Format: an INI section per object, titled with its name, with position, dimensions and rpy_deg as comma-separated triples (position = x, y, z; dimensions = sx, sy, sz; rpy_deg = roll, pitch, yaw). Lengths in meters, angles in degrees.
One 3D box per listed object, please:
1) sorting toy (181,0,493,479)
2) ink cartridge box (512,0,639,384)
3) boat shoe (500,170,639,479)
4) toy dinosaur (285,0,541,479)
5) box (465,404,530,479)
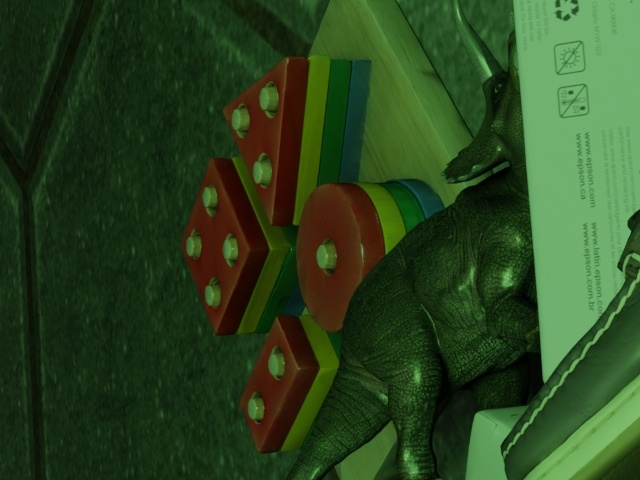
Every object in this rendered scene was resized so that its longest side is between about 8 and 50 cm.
[sorting toy]
position = 0.000, 0.000, 0.978
dimensions = 0.257, 0.089, 0.255
rpy_deg = 66, 146, 37
[ink cartridge box]
position = 0.188, -0.055, 0.606
dimensions = 0.224, 0.045, 0.223
rpy_deg = -6, 86, 35
[boat shoe]
position = 0.161, -0.012, 0.539
dimensions = 0.285, 0.103, 0.092
rpy_deg = -50, 59, 20
[toy dinosaur]
position = 0.077, 0.038, 0.784
dimensions = 0.313, 0.121, 0.160
rpy_deg = -58, 36, 31
[box]
position = 0.151, 0.180, 0.654
dimensions = 0.181, 0.119, 0.181
rpy_deg = 29, 117, 60
